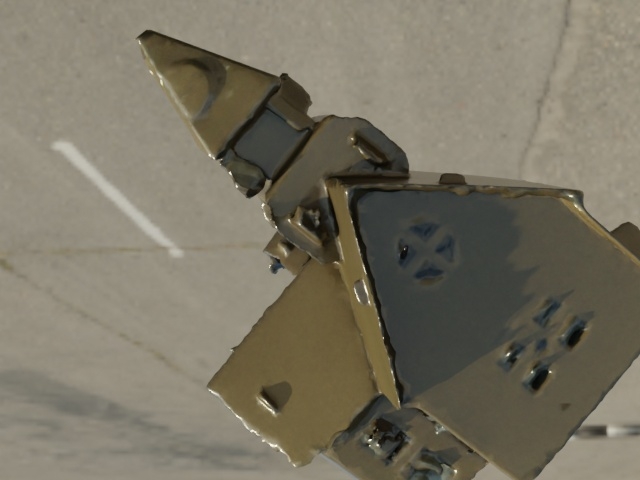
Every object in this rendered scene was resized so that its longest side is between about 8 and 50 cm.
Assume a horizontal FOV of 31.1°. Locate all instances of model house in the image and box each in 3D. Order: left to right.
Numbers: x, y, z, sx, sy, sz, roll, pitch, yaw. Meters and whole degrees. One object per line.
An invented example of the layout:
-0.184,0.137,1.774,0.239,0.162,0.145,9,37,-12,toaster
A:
0.000,0.000,0.538,0.248,0.176,0.181,40,180,-8,model house
